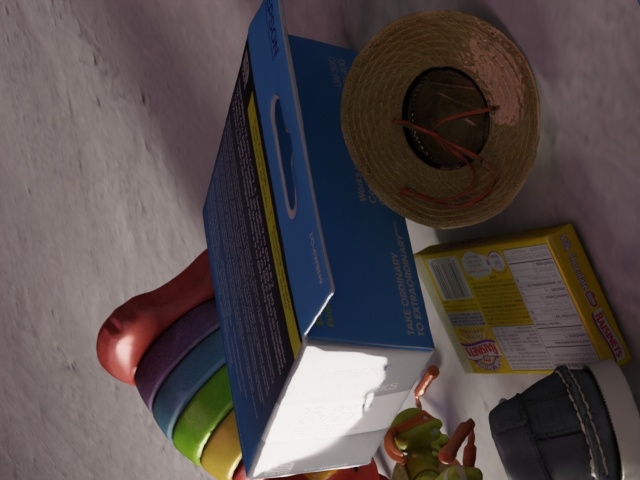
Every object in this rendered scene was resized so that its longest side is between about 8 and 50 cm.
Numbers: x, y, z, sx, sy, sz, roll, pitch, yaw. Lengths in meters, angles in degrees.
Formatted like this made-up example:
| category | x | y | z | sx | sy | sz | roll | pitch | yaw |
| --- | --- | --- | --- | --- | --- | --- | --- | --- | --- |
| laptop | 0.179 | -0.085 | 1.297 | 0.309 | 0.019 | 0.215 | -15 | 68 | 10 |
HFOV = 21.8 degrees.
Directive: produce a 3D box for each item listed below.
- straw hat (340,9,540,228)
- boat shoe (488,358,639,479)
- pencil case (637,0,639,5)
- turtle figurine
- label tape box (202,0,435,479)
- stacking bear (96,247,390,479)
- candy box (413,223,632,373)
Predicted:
| category | x | y | z | sx | sy | sz | roll | pitch | yaw |
| --- | --- | --- | --- | --- | --- | --- | --- | --- | --- |
| straw hat | 0.086 | -0.083 | 1.118 | 0.144 | 0.144 | 0.061 | 62 | -161 | 2 |
| boat shoe | 0.155 | 0.184 | 1.171 | 0.319 | 0.099 | 0.116 | 88 | 166 | -59 |
| pencil case | 0.153 | -0.229 | 0.749 | 0.133 | 0.119 | 0.306 | -23 | 94 | 43 |
| turtle figurine | 0.098 | 0.221 | 1.309 | 0.269 | 0.087 | 0.217 | -154 | 44 | -86 |
| label tape box | 0.000 | 0.000 | 1.229 | 0.347 | 0.115 | 0.249 | 114 | 149 | -60 |
| stacking bear | -0.060 | 0.170 | 1.601 | 0.289 | 0.175 | 0.164 | 45 | 150 | 19 |
| candy box | 0.139 | 0.046 | 1.199 | 0.105 | 0.027 | 0.206 | 63 | 157 | -8 |
